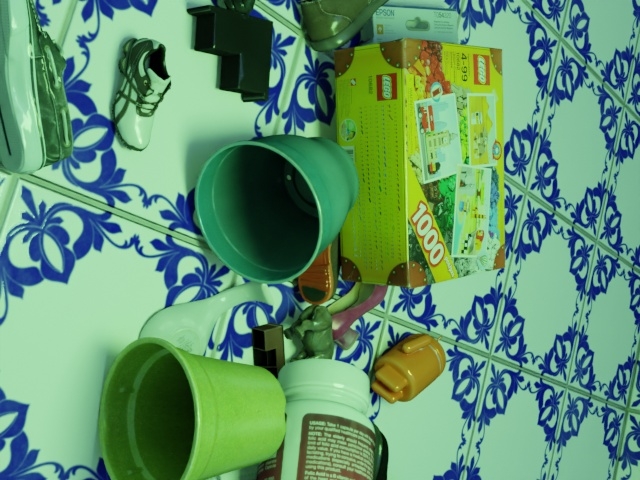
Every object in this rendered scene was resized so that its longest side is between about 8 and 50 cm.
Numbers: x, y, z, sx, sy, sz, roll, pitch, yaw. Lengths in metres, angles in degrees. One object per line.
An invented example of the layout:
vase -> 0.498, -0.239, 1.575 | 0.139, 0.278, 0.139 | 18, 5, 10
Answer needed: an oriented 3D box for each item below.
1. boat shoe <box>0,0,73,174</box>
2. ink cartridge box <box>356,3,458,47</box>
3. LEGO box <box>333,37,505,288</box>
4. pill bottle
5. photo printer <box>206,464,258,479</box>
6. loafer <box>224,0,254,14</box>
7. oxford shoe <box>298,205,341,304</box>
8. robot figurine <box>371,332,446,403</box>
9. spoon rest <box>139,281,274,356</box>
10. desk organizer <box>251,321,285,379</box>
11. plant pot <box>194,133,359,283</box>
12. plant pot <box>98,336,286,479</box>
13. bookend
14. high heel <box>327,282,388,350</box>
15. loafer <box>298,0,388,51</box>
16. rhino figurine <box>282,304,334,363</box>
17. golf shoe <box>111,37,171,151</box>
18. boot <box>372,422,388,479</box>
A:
boat shoe -> -0.457, -0.274, 1.284 | 0.119, 0.121, 0.335 | -27, 124, -50
ink cartridge box -> 0.217, -0.387, 1.990 | 0.324, 0.071, 0.330 | -12, 99, -44
LEGO box -> 0.227, -0.169, 1.827 | 0.372, 0.193, 0.500 | -9, 99, -46
pill bottle -> -0.010, 0.442, 1.586 | 0.224, 0.224, 0.392 | 40, 44, -41
photo printer -> -0.161, 0.583, 1.661 | 0.256, 0.107, 0.307 | 21, 79, -45
loafer -> -0.165, -0.540, 1.585 | 0.078, 0.076, 0.223 | -34, 116, -80
oxford shoe -> 0.000, 0.000, 1.803 | 0.098, 0.097, 0.271 | -6, 101, -69
robot figurine -> 0.219, 0.304, 2.013 | 0.219, 0.128, 0.158 | -30, 108, -41
spoon rest -> -0.224, 0.161, 1.592 | 0.276, 0.084, 0.137 | -30, 114, -26
desk organizer -> -0.107, 0.240, 1.729 | 0.050, 0.047, 0.130 | -11, 101, -43
plant pot -> -0.060, -0.088, 1.612 | 0.255, 0.272, 0.271 | -36, 119, -56
plant pot -> -0.207, 0.311, 1.471 | 0.254, 0.276, 0.276 | 9, 88, -47
bookend -> -0.174, -0.351, 1.584 | 0.156, 0.072, 0.157 | 0, 95, -45
high heel -> 0.072, 0.121, 1.888 | 0.117, 0.082, 0.244 | 45, 70, -36
loafer -> 0.085, -0.560, 1.788 | 0.366, 0.134, 0.130 | -54, 129, -28
rhino figurine -> -0.011, 0.236, 1.793 | 0.106, 0.073, 0.243 | -39, 139, -31
golf shoe -> -0.306, -0.253, 1.443 | 0.077, 0.094, 0.198 | -4, 98, -47
boot -> 0.149, 0.587, 1.961 | 0.260, 0.131, 0.348 | 6, 100, -39
